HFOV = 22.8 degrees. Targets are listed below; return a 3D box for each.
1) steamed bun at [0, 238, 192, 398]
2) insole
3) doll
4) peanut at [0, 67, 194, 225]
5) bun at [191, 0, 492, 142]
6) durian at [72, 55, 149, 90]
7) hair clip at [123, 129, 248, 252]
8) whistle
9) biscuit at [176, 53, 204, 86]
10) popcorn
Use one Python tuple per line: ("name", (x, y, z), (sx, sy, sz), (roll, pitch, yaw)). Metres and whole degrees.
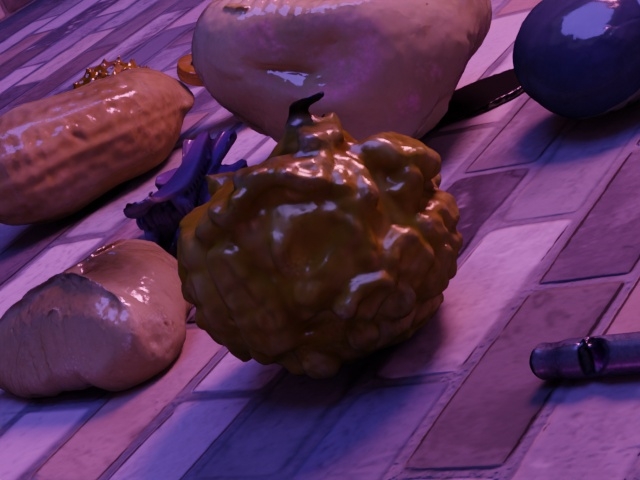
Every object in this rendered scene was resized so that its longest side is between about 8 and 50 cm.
("steamed bun", (-0.213, 0.067, 1.565), (0.231, 0.110, 0.212), (-36, 24, -25))
("insole", (0.118, -0.138, 1.868), (0.348, 0.009, 0.119), (-25, 18, -7))
("doll", (0.328, -0.208, 1.639), (0.258, 0.154, 0.228), (-25, 22, 14))
("peanut", (-0.311, -0.129, 2.114), (0.340, 0.158, 0.174), (-25, -14, -18))
("bun", (0.029, -0.205, 1.821), (0.361, 0.213, 0.361), (-5, 18, 2))
("durian", (-0.289, -0.173, 2.298), (0.182, 0.165, 0.132), (-5, -26, -14))
("hair clip", (-0.164, -0.049, 1.853), (0.137, 0.090, 0.278), (-17, 16, 20))
("whistle", (0.232, 0.081, 1.143), (0.176, 0.033, 0.033), (-9, 24, 36))
("biscuit", (-0.084, -0.232, 2.171), (0.240, 0.035, 0.158), (8, 30, 15))
("popcorn", (-0.005, -0.004, 1.347), (0.249, 0.225, 0.249), (-26, 18, 9))
